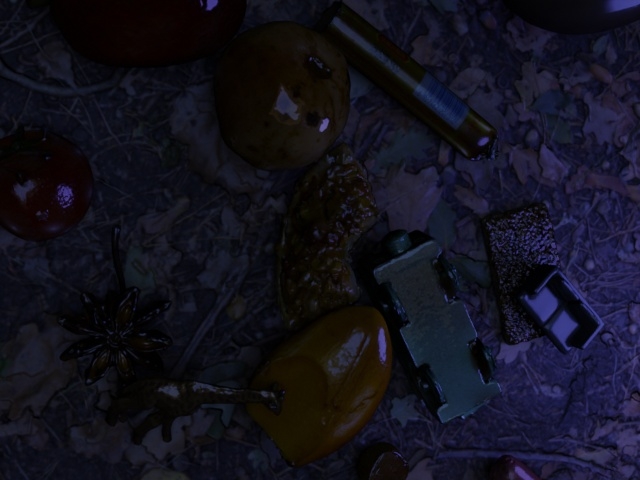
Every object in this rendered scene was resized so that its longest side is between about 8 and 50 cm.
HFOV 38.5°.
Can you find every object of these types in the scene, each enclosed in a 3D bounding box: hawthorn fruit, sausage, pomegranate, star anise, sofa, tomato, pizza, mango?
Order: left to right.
[{"bbox_3d":[-0.399,-0.075,1.281,0.167,0.167,0.167,-1,94,-16],"label":"tomato"},{"bbox_3d":[-0.285,0.113,1.357,0.177,0.073,0.234,30,103,-16],"label":"star anise"},{"bbox_3d":[-0.251,-0.358,1.251,0.307,0.265,0.265,-19,99,0],"label":"hawthorn fruit"},{"bbox_3d":[-0.064,-0.207,1.341,0.215,0.215,0.215,-1,94,-16],"label":"pomegranate"},{"bbox_3d":[0.000,0.000,1.393,0.085,0.161,0.305,5,104,-52],"label":"pizza"},{"bbox_3d":[0.016,0.207,1.391,0.187,0.138,0.257,45,106,-6],"label":"mango"},{"bbox_3d":[0.151,-0.242,1.462,0.371,0.082,0.082,36,84,-16],"label":"sausage"},{"bbox_3d":[0.355,0.428,1.578,0.154,0.062,0.062,42,83,-16],"label":"sausage"},{"bbox_3d":[0.405,0.119,1.544,0.085,0.060,0.147,-45,107,-11],"label":"sofa"}]

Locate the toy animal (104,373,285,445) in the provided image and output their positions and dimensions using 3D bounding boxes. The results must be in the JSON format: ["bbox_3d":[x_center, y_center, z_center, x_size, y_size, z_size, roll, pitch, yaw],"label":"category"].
[{"bbox_3d":[-0.191,0.239,1.346,0.275,0.054,0.149,-21,124,18],"label":"toy animal"}]

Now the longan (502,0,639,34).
[{"bbox_3d":[0.421,-0.485,1.404,0.361,0.361,0.361,-1,94,-16],"label":"longan"}]

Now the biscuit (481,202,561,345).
[{"bbox_3d":[0.353,0.057,1.569,0.131,0.025,0.231,-16,99,-15],"label":"biscuit"}]

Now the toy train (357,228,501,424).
[{"bbox_3d":[0.168,0.126,1.454,0.129,0.159,0.326,-28,105,-10],"label":"toy train"}]

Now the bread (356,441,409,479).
[{"bbox_3d":[0.099,0.373,1.505,0.085,0.053,0.085,-6,104,-25],"label":"bread"}]
